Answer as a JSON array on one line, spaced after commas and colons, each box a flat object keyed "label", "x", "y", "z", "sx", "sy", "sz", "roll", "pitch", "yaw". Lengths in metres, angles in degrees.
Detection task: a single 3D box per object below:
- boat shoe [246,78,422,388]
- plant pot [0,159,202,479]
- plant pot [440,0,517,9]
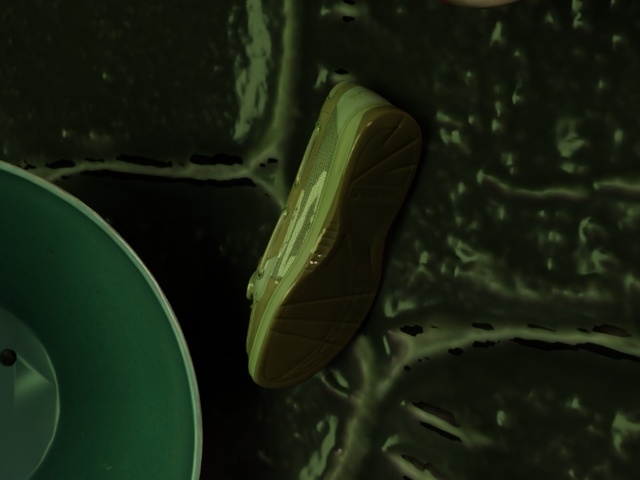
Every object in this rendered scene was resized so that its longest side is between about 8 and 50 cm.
[{"label": "boat shoe", "x": -0.001, "y": -0.001, "z": 0.665, "sx": 0.048, "sy": 0.056, "sz": 0.153, "roll": 42, "pitch": 120, "yaw": 46}, {"label": "plant pot", "x": -0.215, "y": 0.100, "z": 0.765, "sx": 0.195, "sy": 0.290, "sz": 0.290, "roll": 172, "pitch": 94, "yaw": -82}, {"label": "plant pot", "x": 0.011, "y": -0.227, "z": 0.504, "sx": 0.243, "sy": 0.275, "sz": 0.275, "roll": 39, "pitch": 120, "yaw": 24}]
